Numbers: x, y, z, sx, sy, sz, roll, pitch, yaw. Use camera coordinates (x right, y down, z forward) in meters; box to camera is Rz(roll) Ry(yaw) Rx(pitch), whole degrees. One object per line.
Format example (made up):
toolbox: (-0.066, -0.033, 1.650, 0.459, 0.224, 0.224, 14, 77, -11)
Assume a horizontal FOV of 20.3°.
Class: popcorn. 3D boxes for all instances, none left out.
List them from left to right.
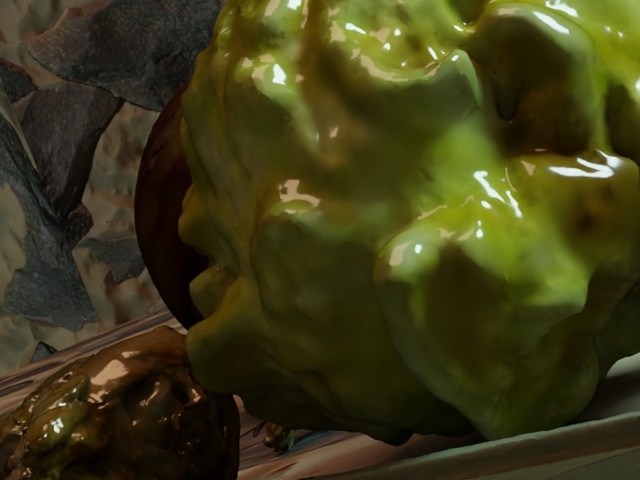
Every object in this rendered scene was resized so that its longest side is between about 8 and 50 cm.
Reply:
popcorn: (0.056, -0.025, 0.658, 0.235, 0.217, 0.181, -53, -25, -22)

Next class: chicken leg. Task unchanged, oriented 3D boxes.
chicken leg: (-0.122, 0.110, 0.674, 0.207, 0.085, 0.101, -31, 14, -3)

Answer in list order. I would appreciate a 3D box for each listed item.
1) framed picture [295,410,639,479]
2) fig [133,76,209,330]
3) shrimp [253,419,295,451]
framed picture: (-0.010, 0.099, 0.473, 0.232, 0.024, 0.315, -24, 1, -40)
fig: (0.004, -0.014, 1.062, 0.235, 0.214, 0.235, 5, 5, 0)
shrimp: (0.054, 0.008, 0.905, 0.267, 0.145, 0.061, -50, -5, -30)
